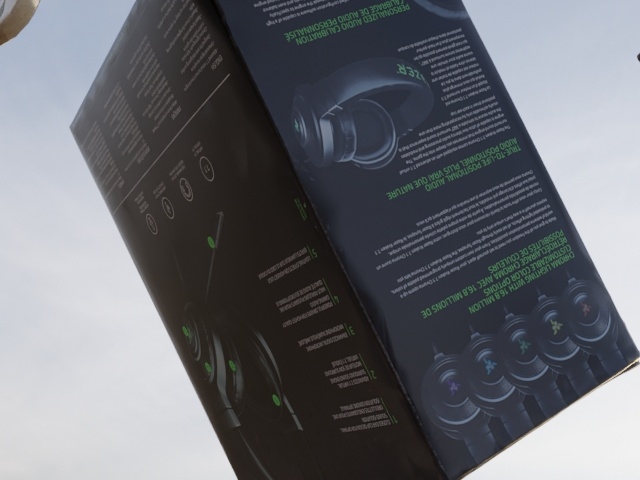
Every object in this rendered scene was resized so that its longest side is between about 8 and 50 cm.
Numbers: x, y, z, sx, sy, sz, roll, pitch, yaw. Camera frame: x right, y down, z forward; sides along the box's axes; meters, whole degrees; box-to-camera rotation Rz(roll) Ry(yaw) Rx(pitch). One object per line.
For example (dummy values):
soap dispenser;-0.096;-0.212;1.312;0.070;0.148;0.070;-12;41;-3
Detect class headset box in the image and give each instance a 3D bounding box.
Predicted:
headset box;0.000;0.000;0.513;0.131;0.283;0.246;-24;-4;-29

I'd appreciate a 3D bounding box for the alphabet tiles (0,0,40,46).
alphabet tiles;-0.159;-0.181;0.433;0.284;0.277;0.021;-17;-30;35

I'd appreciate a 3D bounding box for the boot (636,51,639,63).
boot;0.307;-0.190;0.808;0.106;0.037;0.114;39;-51;-5
